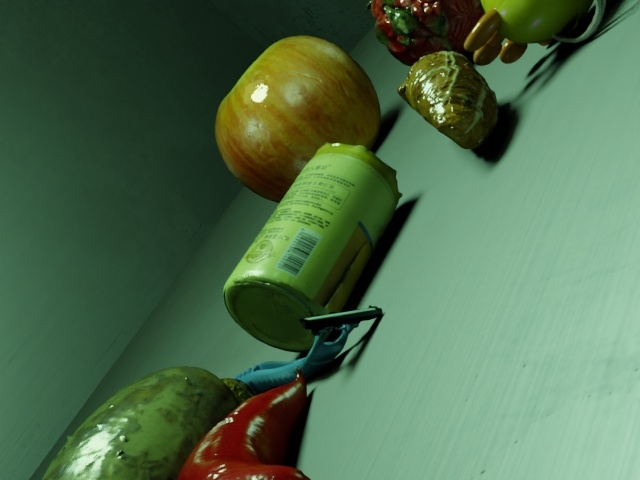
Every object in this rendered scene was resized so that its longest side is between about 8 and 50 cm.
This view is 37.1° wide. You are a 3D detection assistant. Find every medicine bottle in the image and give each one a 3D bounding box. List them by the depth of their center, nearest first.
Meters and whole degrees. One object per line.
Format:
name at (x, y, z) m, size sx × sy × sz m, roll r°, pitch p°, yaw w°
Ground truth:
medicine bottle at (0.000, 0.000, 1.023) m, size 0.124 × 0.124 × 0.239 m, roll -39°, pitch 14°, yaw 52°

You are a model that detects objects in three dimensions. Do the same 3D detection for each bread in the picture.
bread at (0.136, -0.150, 0.989) m, size 0.076 × 0.105 × 0.233 m, roll -51°, pitch 5°, yaw 9°

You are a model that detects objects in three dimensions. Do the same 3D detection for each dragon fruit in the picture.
dragon fruit at (0.170, -0.354, 1.361) m, size 0.274 × 0.193 × 0.192 m, roll -60°, pitch -15°, yaw -45°

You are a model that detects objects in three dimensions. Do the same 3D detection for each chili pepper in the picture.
chili pepper at (-0.046, 0.168, 0.694) m, size 0.137 × 0.092 × 0.368 m, roll -40°, pitch 11°, yaw -4°

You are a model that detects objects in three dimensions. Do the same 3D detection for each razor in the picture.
razor at (-0.033, 0.122, 0.935) m, size 0.082 × 0.042 × 0.253 m, roll -7°, pitch -18°, yaw -31°

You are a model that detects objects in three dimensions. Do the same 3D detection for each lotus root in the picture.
lotus root at (-0.152, 0.213, 0.849) m, size 0.173 × 0.173 × 0.309 m, roll -45°, pitch 4°, yaw 31°

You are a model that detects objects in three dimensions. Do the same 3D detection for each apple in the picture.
apple at (-0.036, -0.191, 1.561) m, size 0.286 × 0.233 × 0.286 m, roll -49°, pitch 5°, yaw 6°

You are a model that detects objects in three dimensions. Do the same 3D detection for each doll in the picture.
doll at (0.233, -0.249, 0.930) m, size 0.143 × 0.135 × 0.221 m, roll -15°, pitch -25°, yaw -43°
